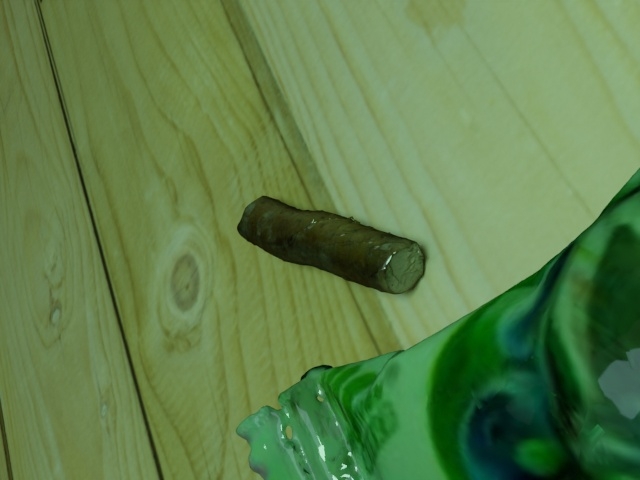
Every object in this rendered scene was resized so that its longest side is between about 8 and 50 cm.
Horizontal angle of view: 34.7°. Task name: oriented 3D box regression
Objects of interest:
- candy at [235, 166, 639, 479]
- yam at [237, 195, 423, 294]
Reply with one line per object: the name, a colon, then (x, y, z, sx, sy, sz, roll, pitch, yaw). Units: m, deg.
candy: (0.122, 0.117, 0.575, 0.398, 0.172, 0.263, -38, 53, 23)
yam: (0.000, 0.000, 0.893, 0.241, 0.056, 0.057, 19, 96, 54)
